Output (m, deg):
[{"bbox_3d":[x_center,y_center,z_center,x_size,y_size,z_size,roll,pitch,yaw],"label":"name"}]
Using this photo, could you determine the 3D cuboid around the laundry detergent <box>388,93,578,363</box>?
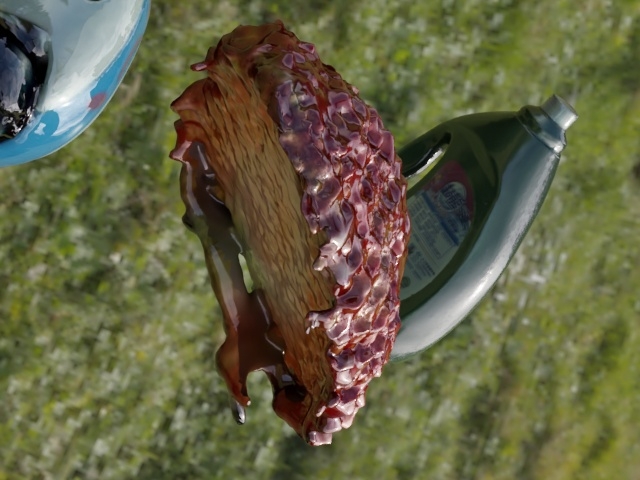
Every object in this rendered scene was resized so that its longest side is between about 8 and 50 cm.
[{"bbox_3d":[0.089,-0.025,0.962,0.063,0.137,0.211,25,116,-40],"label":"laundry detergent"}]

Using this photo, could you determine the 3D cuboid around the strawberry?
[{"bbox_3d":[0.005,-0.001,0.558,0.087,0.208,0.167,-17,90,-17],"label":"strawberry"}]

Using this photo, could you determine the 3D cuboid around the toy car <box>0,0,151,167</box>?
[{"bbox_3d":[-0.222,-0.127,0.808,0.190,0.255,0.188,87,19,-58],"label":"toy car"}]
